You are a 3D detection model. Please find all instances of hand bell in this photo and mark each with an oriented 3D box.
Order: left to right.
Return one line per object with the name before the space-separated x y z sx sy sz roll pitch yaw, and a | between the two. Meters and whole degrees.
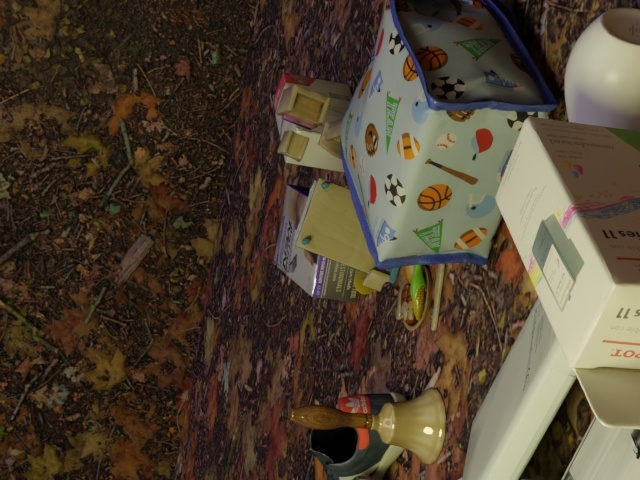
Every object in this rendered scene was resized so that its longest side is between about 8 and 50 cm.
hand bell | 0.068 0.290 1.956 0.126 0.242 0.126 -173 90 -73

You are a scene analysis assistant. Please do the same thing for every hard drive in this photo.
hard drive | 0.263 0.193 1.555 0.233 0.047 0.353 -68 -1 -53

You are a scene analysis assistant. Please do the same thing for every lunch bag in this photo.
lunch bag | 0.167 -0.201 1.841 0.385 0.239 0.328 -111 29 -44

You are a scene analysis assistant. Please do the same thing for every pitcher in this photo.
pitcher | 0.349 -0.182 1.451 0.178 0.125 0.207 -79 -3 -48

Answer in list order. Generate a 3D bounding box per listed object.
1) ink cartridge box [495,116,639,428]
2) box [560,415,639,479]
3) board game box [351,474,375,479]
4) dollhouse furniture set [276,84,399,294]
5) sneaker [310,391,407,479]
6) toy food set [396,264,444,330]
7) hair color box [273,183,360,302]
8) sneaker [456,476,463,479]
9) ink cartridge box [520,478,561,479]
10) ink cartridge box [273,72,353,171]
ink cartridge box | 0.332 0.028 1.239 0.353 0.207 0.119 -105 26 -49
box | 0.348 0.269 1.302 0.169 0.087 0.290 -105 27 -52
board game box | 0.095 0.500 2.043 0.194 0.060 0.194 -54 48 50
dollhouse furniture set | 0.012 -0.081 2.207 0.198 0.286 0.303 169 119 -73
sneaker | 0.041 0.397 2.165 0.131 0.148 0.350 -105 27 -51
toy food set | 0.155 0.089 2.097 0.192 0.038 0.132 -176 93 -73
hair color box | 0.000 0.000 2.535 0.339 0.110 0.185 -149 67 -70
sneaker | 0.160 0.447 1.803 0.366 0.135 0.150 -42 42 49
ink cartridge box | 0.281 0.414 1.469 0.203 0.086 0.148 -102 25 -49
ink cartridge box | -0.004 -0.247 2.550 0.218 0.158 0.092 -104 28 -50
